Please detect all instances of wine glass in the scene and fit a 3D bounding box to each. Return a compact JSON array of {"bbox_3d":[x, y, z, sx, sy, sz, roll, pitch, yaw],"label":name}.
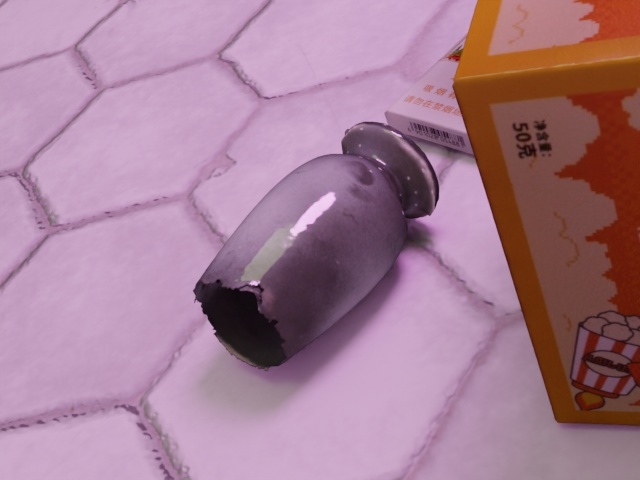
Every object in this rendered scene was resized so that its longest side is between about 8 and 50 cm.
[{"bbox_3d":[0.000,0.000,0.814,0.111,0.111,0.204,17,51,40],"label":"wine glass"}]

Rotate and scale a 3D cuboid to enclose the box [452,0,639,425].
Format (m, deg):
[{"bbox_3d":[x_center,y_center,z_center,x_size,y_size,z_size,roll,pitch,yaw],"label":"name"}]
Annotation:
[{"bbox_3d":[0.232,-0.071,0.637,0.213,0.284,0.260,-5,42,24],"label":"box"}]

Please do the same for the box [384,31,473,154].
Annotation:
[{"bbox_3d":[0.173,-0.163,0.977,0.122,0.032,0.220,21,56,40],"label":"box"}]
